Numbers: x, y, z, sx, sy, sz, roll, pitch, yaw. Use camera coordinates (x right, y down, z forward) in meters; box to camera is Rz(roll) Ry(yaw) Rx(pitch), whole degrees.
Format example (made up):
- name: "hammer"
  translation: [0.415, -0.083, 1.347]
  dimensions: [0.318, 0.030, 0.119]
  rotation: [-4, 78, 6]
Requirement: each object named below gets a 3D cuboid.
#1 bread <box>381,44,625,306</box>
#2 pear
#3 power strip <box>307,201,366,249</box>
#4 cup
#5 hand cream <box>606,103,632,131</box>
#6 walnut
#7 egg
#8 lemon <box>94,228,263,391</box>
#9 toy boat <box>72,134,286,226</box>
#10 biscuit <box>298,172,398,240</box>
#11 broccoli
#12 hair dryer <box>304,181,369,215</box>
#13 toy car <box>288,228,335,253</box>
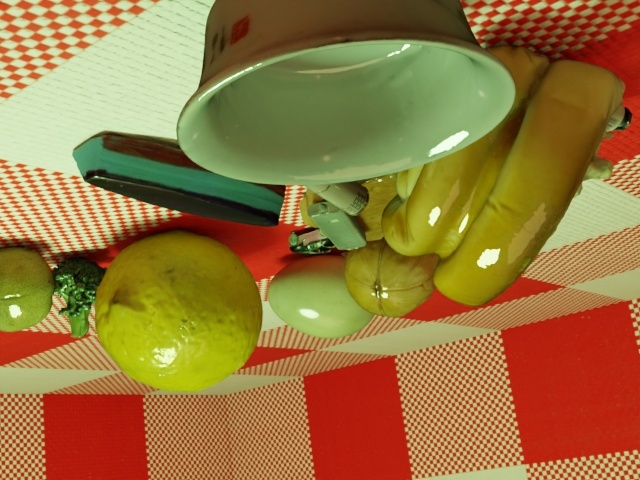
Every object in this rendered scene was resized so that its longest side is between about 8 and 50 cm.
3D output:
- name: "bread"
  translation: [0.247, -0.100, 1.250]
  dimensions: [0.329, 0.245, 0.424]
  rotation: [-43, 168, -25]
- name: "pear"
  translation: [-0.575, 0.089, 1.681]
  dimensions: [0.137, 0.167, 0.167]
  rotation: [-9, 169, -44]
- name: "power strip"
  translation: [0.029, -0.029, 1.562]
  dimensions: [0.060, 0.027, 0.252]
  rotation: [-9, 162, 12]
- name: "cup"
  translation: [0.018, -0.192, 0.939]
  dimensions: [0.348, 0.163, 0.347]
  rotation: [-6, 164, -2]
- name: "hand cream"
  translation: [0.354, -0.202, 1.282]
  dimensions: [0.234, 0.050, 0.080]
  rotation: [12, 157, -31]
- name: "walnut"
  translation: [0.149, 0.055, 1.810]
  dimensions: [0.193, 0.193, 0.226]
  rotation: [-19, -171, 35]
- name: "egg"
  translation: [0.007, 0.123, 1.994]
  dimensions: [0.254, 0.188, 0.188]
  rotation: [8, 161, -15]
- name: "lemon"
  translation: [-0.267, 0.136, 1.721]
  dimensions: [0.336, 0.335, 0.336]
  rotation: [-7, 164, -2]
- name: "toy boat"
  translation: [-0.195, -0.087, 1.392]
  dimensions: [0.136, 0.079, 0.392]
  rotation: [-19, 158, 40]
- name: "biscuit"
  translation: [0.125, -0.073, 1.596]
  dimensions: [0.312, 0.057, 0.351]
  rotation: [-12, 161, 21]
- name: "broccoli"
  translation: [-0.481, 0.112, 1.793]
  dimensions: [0.167, 0.160, 0.155]
  rotation: [4, -170, 32]
- name: "hair dryer"
  translation: [0.059, -0.140, 1.326]
  dimensions: [0.220, 0.053, 0.195]
  rotation: [-33, 137, 28]
- name: "toy car"
  translation: [0.000, 0.000, 1.802]
  dimensions: [0.142, 0.055, 0.069]
  rotation: [-18, 164, 38]
